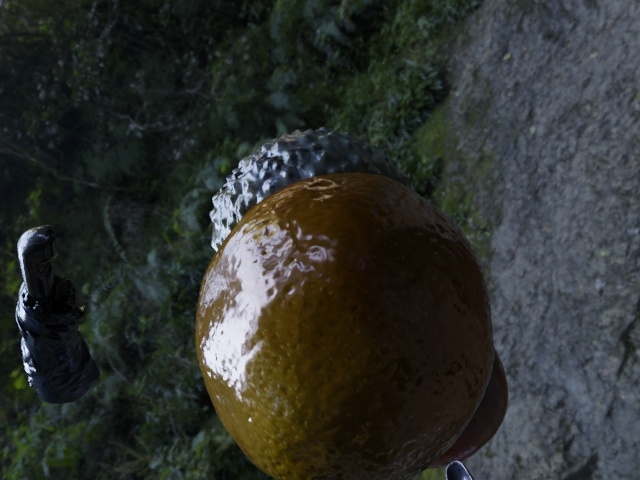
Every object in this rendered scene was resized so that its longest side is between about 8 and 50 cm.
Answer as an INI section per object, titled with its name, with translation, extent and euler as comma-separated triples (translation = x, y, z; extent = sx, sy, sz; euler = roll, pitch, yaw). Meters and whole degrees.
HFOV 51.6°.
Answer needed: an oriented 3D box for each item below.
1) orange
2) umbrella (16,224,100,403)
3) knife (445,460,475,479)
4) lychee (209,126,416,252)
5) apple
[orange]
translation = 0.019, 0.080, 0.548
extent = 0.264, 0.264, 0.264
euler = 25, -90, -84
[umbrella]
translation = -0.247, 0.069, 0.607
extent = 0.248, 0.070, 0.071
euler = 102, -167, -46
[knife]
translation = 0.207, 0.403, 0.884
extent = 0.123, 0.053, 0.278
euler = -36, 13, 11
[lychee]
translation = 0.000, 0.000, 0.788
extent = 0.255, 0.255, 0.274
euler = 107, 152, -53
[apple]
translation = 0.207, 0.244, 1.130
extent = 0.293, 0.251, 0.163
euler = -30, 1, -31
